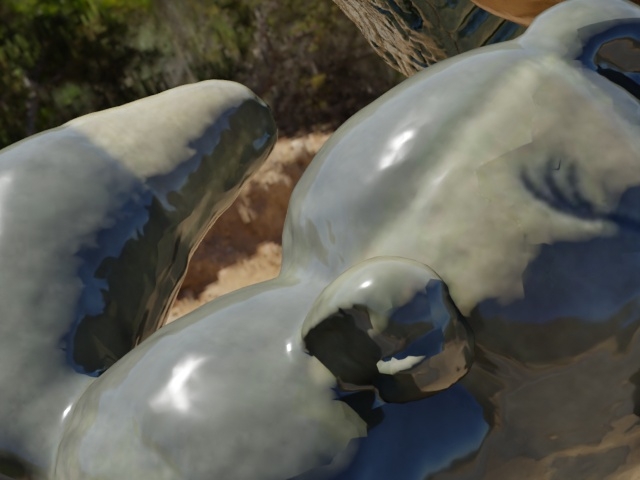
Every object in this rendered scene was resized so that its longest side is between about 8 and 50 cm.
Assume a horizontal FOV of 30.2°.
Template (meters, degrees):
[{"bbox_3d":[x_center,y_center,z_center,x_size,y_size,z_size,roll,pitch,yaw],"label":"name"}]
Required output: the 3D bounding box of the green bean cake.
[{"bbox_3d":[0.095,-0.236,1.091,0.125,0.222,0.227,-48,42,-3],"label":"green bean cake"}]

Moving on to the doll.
[{"bbox_3d":[0.005,0.005,0.546,0.379,0.252,0.382,38,63,19],"label":"doll"}]

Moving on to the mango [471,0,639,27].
[{"bbox_3d":[0.190,-0.180,0.687,0.287,0.201,0.152,21,94,5],"label":"mango"}]
